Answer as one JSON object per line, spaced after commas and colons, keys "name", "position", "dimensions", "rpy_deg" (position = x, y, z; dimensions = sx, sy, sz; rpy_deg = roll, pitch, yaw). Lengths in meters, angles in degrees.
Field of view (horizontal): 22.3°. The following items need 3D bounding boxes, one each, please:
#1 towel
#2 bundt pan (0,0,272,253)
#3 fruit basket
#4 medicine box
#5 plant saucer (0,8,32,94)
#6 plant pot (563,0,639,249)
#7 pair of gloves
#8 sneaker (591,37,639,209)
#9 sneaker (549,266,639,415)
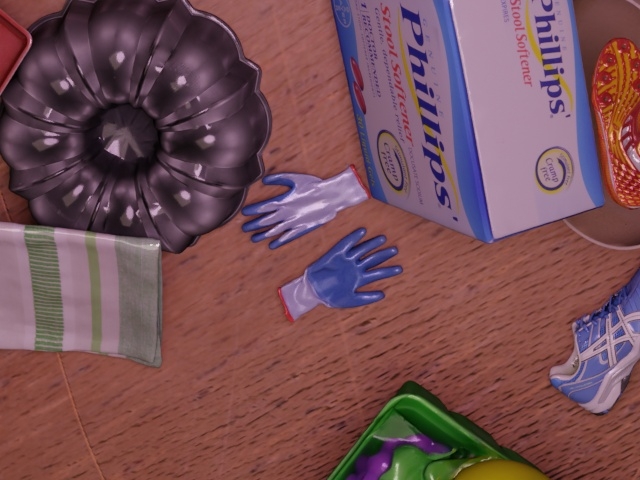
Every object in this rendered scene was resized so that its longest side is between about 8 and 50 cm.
{"name": "towel", "position": [-0.347, 0.062, 1.909], "dimensions": [0.324, 0.038, 0.248], "rpy_deg": [7, 143, 1]}
{"name": "bundt pan", "position": [-0.224, -0.120, 1.864], "dimensions": [0.330, 0.124, 0.331], "rpy_deg": [1, 109, 3]}
{"name": "fruit basket", "position": [0.179, 0.352, 1.870], "dimensions": [0.392, 0.392, 0.283], "rpy_deg": [35, 106, -8]}
{"name": "medicine box", "position": [0.151, -0.163, 1.729], "dimensions": [0.149, 0.289, 0.264], "rpy_deg": [-18, 108, -19]}
{"name": "plant saucer", "position": [-0.473, -0.201, 1.856], "dimensions": [0.258, 0.047, 0.259], "rpy_deg": [39, 106, 12]}
{"name": "plant pot", "position": [0.376, -0.148, 1.770], "dimensions": [0.191, 0.284, 0.284], "rpy_deg": [-15, 111, -30]}
{"name": "pair of gloves", "position": [0.000, 0.000, 1.936], "dimensions": [0.159, 0.023, 0.198], "rpy_deg": [-24, 107, 4]}
{"name": "sneaker", "position": [0.302, -0.119, 1.657], "dimensions": [0.064, 0.067, 0.175], "rpy_deg": [-2, 93, -5]}
{"name": "sneaker", "position": [0.347, 0.109, 1.929], "dimensions": [0.081, 0.080, 0.211], "rpy_deg": [23, 106, -8]}
